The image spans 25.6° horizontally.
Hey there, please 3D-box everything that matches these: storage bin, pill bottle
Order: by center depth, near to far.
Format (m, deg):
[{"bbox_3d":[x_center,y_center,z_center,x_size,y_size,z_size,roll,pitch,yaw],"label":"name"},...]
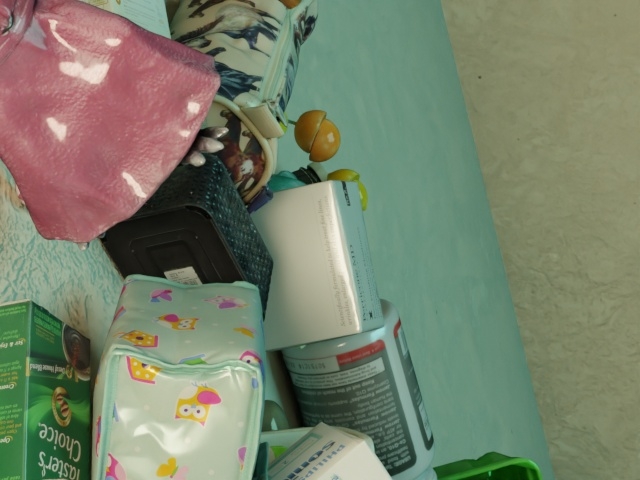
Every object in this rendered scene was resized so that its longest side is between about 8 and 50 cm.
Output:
[{"bbox_3d":[-0.135,0.010,1.447,0.084,0.122,0.180,-82,154,-48],"label":"storage bin"},{"bbox_3d":[0.058,0.233,1.846,0.161,0.161,0.283,-55,131,-67],"label":"pill bottle"}]

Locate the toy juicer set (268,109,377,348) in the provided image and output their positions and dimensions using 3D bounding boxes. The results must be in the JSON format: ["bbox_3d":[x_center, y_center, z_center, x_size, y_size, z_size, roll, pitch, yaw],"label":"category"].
[{"bbox_3d":[-0.019,-0.022,1.844,0.209,0.089,0.329,-3,78,-51],"label":"toy juicer set"}]

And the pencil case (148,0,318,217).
[{"bbox_3d":[-0.097,-0.192,1.599,0.410,0.184,0.160,-78,151,-54],"label":"pencil case"}]

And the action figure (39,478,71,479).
[{"bbox_3d":[-0.221,0.322,0.903,0.341,0.179,0.330,11,72,-45],"label":"action figure"}]

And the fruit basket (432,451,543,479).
[{"bbox_3d":[0.228,0.525,2.080,0.392,0.283,0.392,165,-90,-90],"label":"fruit basket"}]

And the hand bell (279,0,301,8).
[{"bbox_3d":[-0.096,-0.351,1.533,0.242,0.126,0.126,53,27,-27],"label":"hand bell"}]

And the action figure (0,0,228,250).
[{"bbox_3d":[-0.252,-0.171,1.086,0.370,0.248,0.276,40,-1,-26],"label":"action figure"}]

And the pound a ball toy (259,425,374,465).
[{"bbox_3d":[-0.057,0.321,1.501,0.136,0.208,0.319,179,-92,-68],"label":"pound a ball toy"}]

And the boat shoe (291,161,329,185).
[{"bbox_3d":[0.000,0.000,1.980,0.081,0.069,0.227,37,-31,59],"label":"boat shoe"}]

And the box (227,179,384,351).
[{"bbox_3d":[-0.037,0.034,1.640,0.119,0.182,0.181,-5,84,-73],"label":"box"}]

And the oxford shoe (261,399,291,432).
[{"bbox_3d":[0.001,0.320,1.660,0.123,0.130,0.348,-74,148,-56],"label":"oxford shoe"}]

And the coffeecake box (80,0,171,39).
[{"bbox_3d":[-0.224,-0.291,1.451,0.142,0.068,0.185,2,77,-73],"label":"coffeecake box"}]

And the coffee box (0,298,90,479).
[{"bbox_3d":[-0.233,0.154,1.178,0.113,0.040,0.184,50,34,-59],"label":"coffee box"}]

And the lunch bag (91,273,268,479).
[{"bbox_3d":[-0.123,0.187,1.258,0.223,0.160,0.262,-101,-165,-74],"label":"lunch bag"}]

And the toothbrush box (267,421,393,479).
[{"bbox_3d":[0.019,0.364,1.390,0.295,0.216,0.126,56,-16,-14],"label":"toothbrush box"}]
